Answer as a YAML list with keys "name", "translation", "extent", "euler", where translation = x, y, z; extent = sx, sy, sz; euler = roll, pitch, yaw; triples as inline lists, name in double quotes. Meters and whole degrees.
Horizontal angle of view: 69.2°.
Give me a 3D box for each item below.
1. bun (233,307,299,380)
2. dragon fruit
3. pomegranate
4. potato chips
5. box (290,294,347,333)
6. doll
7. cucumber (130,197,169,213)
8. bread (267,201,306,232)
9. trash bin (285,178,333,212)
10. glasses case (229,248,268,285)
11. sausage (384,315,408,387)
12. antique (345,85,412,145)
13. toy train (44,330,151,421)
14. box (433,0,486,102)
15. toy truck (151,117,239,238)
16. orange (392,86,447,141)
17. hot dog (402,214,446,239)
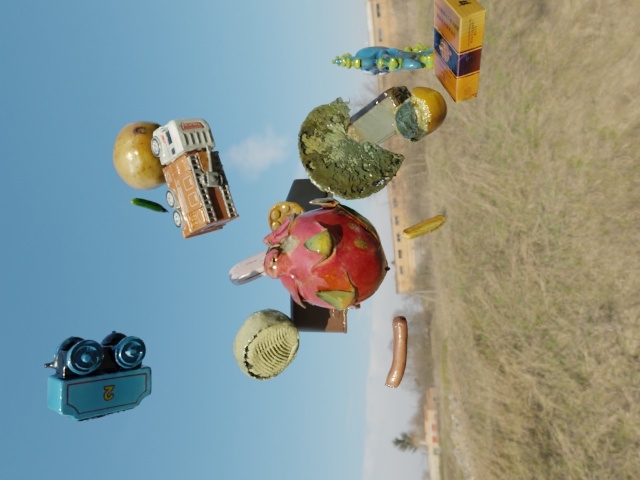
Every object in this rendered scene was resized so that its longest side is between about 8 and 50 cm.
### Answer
- name: "bun"
  translation: [-0.206, 0.362, 1.665]
  extent: [0.152, 0.259, 0.260]
  euler: [33, 142, 48]
- name: "dragon fruit"
  translation: [0.010, 0.030, 0.891]
  extent: [0.227, 0.224, 0.224]
  euler: [32, -137, -25]
- name: "pomegranate"
  translation: [-0.736, -0.360, 1.955]
  extent: [0.307, 0.307, 0.308]
  euler: [-3, -90, -77]
- name: "potato chips"
  translation: [0.049, -0.181, 0.906]
  extent: [0.220, 0.202, 0.029]
  euler: [57, 160, 15]
- name: "box"
  translation: [-0.017, 0.243, 1.987]
  extent: [0.339, 0.229, 0.240]
  euler: [-121, 31, -81]
- name: "doll"
  translation: [0.229, -0.587, 1.537]
  extent: [0.341, 0.345, 0.099]
  euler: [-129, 29, -55]
- name: "cucumber"
  translation: [-0.661, -0.138, 1.806]
  extent: [0.155, 0.037, 0.037]
  euler: [18, -117, -36]
- name: "bread"
  translation: [-0.085, -0.053, 1.200]
  extent: [0.024, 0.110, 0.110]
  euler: [-85, -13, -61]
- name: "trash bin"
  translation: [-0.045, -0.112, 1.671]
  extent: [0.115, 0.165, 0.226]
  euler: [73, -158, -46]
- name: "glasses case"
  translation: [-0.285, 0.115, 2.135]
  extent: [0.075, 0.296, 0.113]
  euler: [58, -169, -39]
- name: "sausage"
  translation: [0.193, 0.276, 1.158]
  extent: [0.040, 0.047, 0.177]
  euler: [160, 118, -73]
- name: "antique"
  translation: [0.165, -0.365, 1.481]
  extent: [0.125, 0.284, 0.150]
  euler: [57, -140, -7]
- name: "toy train"
  translation: [-0.730, 0.444, 1.528]
  extent: [0.300, 0.188, 0.265]
  euler: [3, -96, -45]
- name: "box"
  translation: [0.339, -0.488, 1.158]
  extent: [0.237, 0.070, 0.152]
  euler: [69, -178, -52]
- name: "toy truck"
  translation: [-0.419, -0.221, 1.571]
  extent: [0.173, 0.206, 0.388]
  euler: [-19, -88, -40]
- name: "orange"
  translation: [0.268, -0.348, 1.274]
  extent: [0.134, 0.156, 0.156]
  euler: [64, -173, 14]
- name: "hot dog"
  translation: [0.464, -0.053, 2.067]
  extent: [0.066, 0.215, 0.047]
  euler: [54, 161, 38]
